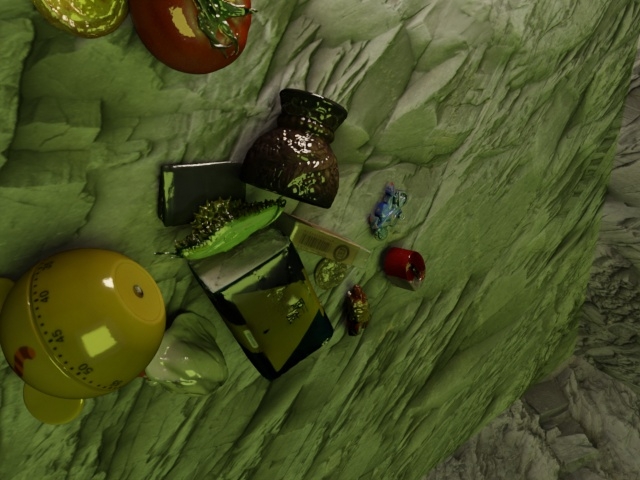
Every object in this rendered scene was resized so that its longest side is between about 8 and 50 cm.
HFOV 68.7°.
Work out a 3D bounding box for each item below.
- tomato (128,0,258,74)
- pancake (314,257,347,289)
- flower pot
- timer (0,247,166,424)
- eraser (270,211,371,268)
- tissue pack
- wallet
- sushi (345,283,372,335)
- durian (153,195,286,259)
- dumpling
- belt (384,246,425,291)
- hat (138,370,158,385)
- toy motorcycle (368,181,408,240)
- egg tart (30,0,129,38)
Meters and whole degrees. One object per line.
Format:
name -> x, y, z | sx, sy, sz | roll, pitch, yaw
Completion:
tomato -> -0.269, -0.483, 0.984 | 0.256, 0.225, 0.255 | -25, 127, -38
pancake -> 0.038, 0.112, 1.659 | 0.140, 0.022, 0.139 | -16, 121, -29
flower pot -> -0.057, -0.248, 1.262 | 0.267, 0.267, 0.267 | 17, 91, -41
timer -> -0.568, 0.202, 1.075 | 0.387, 0.376, 0.376 | -28, 130, 6
eraser -> 0.000, 0.000, 1.493 | 0.343, 0.144, 0.078 | 21, 98, -40
tissue pack -> -0.168, 0.171, 1.386 | 0.264, 0.253, 0.416 | -35, 127, -18
wallet -> -0.312, -0.130, 1.261 | 0.245, 0.052, 0.168 | -10, 119, -37
sushi -> 0.144, 0.258, 1.770 | 0.097, 0.103, 0.226 | -3, 120, -6
durian -> -0.263, -0.038, 1.246 | 0.375, 0.107, 0.132 | -28, 135, -21
dumpling -> -0.361, 0.322, 1.342 | 0.318, 0.187, 0.242 | 54, 34, -62
belt -> 0.319, 0.108, 1.801 | 0.128, 0.124, 0.201 | -61, 140, -21
hat -> -0.499, 0.368, 1.360 | 0.094, 0.112, 0.162 | -14, 137, 2
toy motorcycle -> 0.235, -0.098, 1.668 | 0.114, 0.076, 0.205 | 26, 95, -35
egg tart -> -0.478, -0.498, 0.926 | 0.191, 0.074, 0.191 | -18, 123, -30
